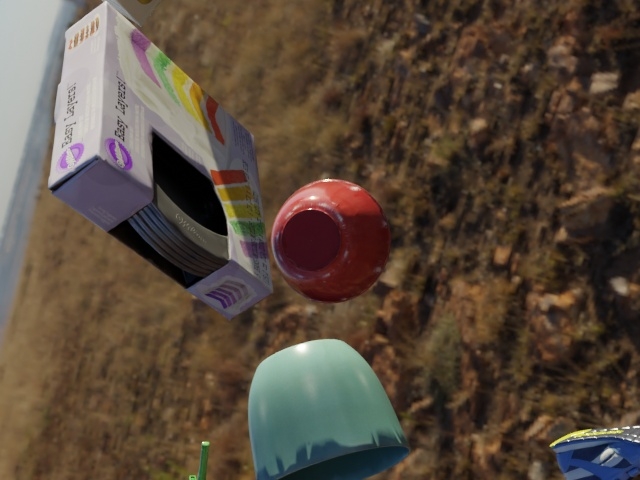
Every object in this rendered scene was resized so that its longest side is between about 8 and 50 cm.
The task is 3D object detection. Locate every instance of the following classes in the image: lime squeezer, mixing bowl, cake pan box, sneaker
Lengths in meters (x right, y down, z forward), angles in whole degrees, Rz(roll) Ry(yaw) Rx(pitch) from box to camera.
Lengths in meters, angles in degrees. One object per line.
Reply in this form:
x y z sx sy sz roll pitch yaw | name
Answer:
-0.239 0.495 2.030 0.310 0.058 0.110 113 173 -62 | lime squeezer
0.000 0.000 1.434 0.098 0.181 0.181 4 -77 -72 | mixing bowl
-0.155 -0.077 1.017 0.070 0.245 0.267 -33 39 22 | cake pan box
0.298 0.217 1.004 0.144 0.053 0.059 -17 84 47 | sneaker

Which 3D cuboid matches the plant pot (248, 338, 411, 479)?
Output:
-0.003 0.326 1.904 0.293 0.293 0.235 -52 49 52 | plant pot

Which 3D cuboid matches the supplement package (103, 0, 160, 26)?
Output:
-0.383 -0.559 1.839 0.199 0.198 0.262 -55 -12 -2 | supplement package
